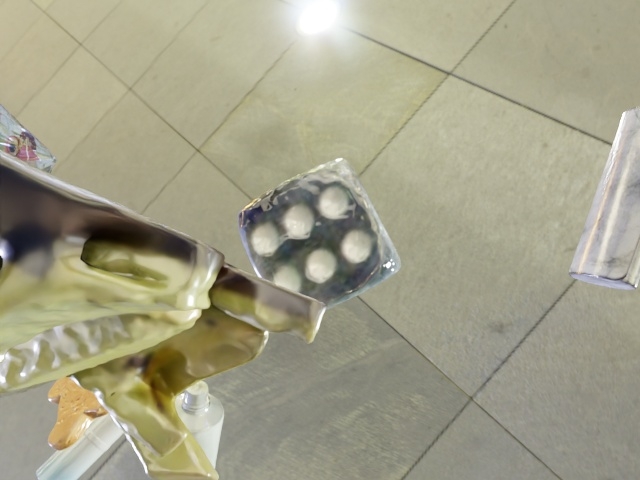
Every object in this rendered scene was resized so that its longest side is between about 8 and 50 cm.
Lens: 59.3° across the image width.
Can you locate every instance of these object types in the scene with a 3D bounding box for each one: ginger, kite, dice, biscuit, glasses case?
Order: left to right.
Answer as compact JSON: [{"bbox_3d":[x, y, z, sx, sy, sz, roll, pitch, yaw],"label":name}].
[{"bbox_3d":[-0.628,-0.160,1.131,0.267,0.013,0.323,0,106,23],"label":"kite"},{"bbox_3d":[-0.206,0.082,0.466,0.358,0.413,0.211,8,71,43],"label":"ginger"},{"bbox_3d":[-0.403,0.239,0.986,0.165,0.036,0.250,-39,34,-3],"label":"biscuit"},{"bbox_3d":[0.000,0.000,0.803,0.182,0.183,0.182,-28,88,5],"label":"dice"},{"bbox_3d":[0.494,-0.072,0.901,0.114,0.060,0.299,8,75,63],"label":"glasses case"}]

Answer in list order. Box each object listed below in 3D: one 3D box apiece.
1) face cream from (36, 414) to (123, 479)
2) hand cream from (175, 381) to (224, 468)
[{"bbox_3d":[-0.491,0.428,1.227,0.077,0.077,0.250,30,66,38],"label":"face cream"},{"bbox_3d":[-0.188,0.347,0.834,0.124,0.077,0.341,45,135,50],"label":"hand cream"}]
